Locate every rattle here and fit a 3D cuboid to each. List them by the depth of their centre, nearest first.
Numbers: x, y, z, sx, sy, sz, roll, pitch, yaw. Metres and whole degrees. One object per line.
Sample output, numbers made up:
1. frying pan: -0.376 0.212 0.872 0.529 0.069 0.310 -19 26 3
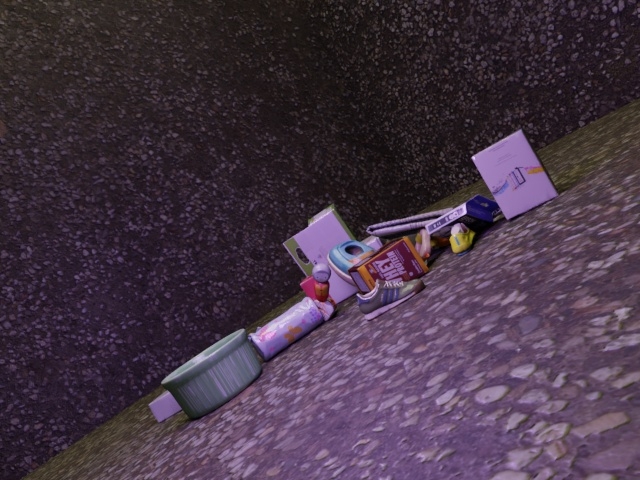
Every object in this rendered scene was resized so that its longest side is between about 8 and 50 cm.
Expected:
1. rattle: 0.398 0.044 1.718 0.199 0.143 0.130 -93 27 -73

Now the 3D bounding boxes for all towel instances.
1. towel: 0.369 -0.049 1.882 0.324 0.056 0.312 -13 -9 19

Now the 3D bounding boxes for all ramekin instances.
1. ramekin: -0.335 0.427 1.584 0.303 0.148 0.303 -32 0 0

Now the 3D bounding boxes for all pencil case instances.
1. pencil case: -0.123 0.315 1.778 0.273 0.113 0.124 -31 22 -18

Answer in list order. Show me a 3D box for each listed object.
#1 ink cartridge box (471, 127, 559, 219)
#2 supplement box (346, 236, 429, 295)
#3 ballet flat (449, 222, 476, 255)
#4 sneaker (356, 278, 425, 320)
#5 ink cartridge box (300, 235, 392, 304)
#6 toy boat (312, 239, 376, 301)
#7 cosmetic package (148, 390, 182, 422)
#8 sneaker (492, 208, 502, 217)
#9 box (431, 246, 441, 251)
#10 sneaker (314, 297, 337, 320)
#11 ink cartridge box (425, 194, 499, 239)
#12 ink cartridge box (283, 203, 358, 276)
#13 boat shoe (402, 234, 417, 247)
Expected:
1. ink cartridge box: 0.624 -0.215 1.588 0.168 0.232 0.171 -29 1 27
2. supplement box: 0.214 0.097 1.618 0.191 0.129 0.194 -33 0 -9
3. ballet flat: 0.449 -0.016 1.581 0.077 0.077 0.231 -30 0 23
4. sneaker: 0.188 0.141 1.380 0.192 0.086 0.064 -31 0 6
5. ink cartridge box: 0.139 0.124 2.127 0.385 0.160 0.279 -32 1 17
6. toy boat: 0.100 0.099 1.810 0.318 0.148 0.267 -27 42 -34
7. cosmetic package: -0.511 0.573 1.850 0.231 0.085 0.117 -30 0 11
8. sneaker: 0.627 -0.101 1.789 0.098 0.038 0.069 -43 -4 33
9. box: 0.450 -0.003 1.870 0.083 0.052 0.062 -30 -1 -25
10. sneaker: 0.023 0.247 1.854 0.083 0.084 0.215 -22 -1 -13
11. ink cartridge box: 0.491 -0.070 1.665 0.208 0.045 0.206 -35 -28 34
12. ink cartridge box: 0.000 0.000 2.044 0.255 0.188 0.097 -33 15 9
13. boat shoe: 0.456 -0.021 2.139 0.258 0.095 0.084 -21 -6 -12
